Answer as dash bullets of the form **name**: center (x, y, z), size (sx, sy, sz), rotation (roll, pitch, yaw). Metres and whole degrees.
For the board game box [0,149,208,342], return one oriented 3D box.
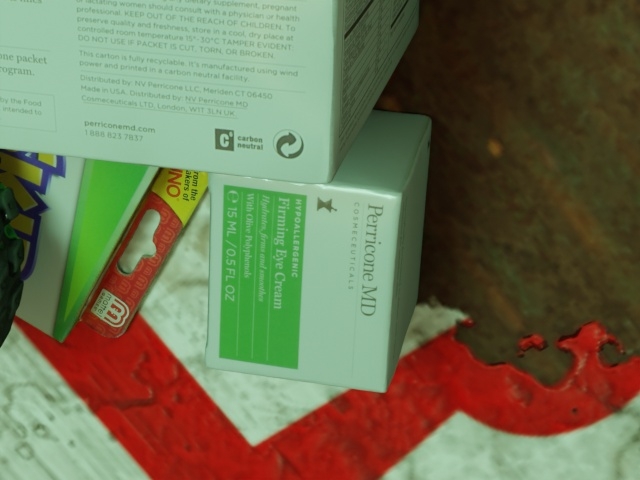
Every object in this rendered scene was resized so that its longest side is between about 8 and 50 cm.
- **board game box**: center (-0.191, -0.053, 0.793), size (0.259, 0.039, 0.124), rotation (30, 119, -4)

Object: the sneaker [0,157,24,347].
- **sneaker**: center (-0.284, -0.047, 0.741), size (0.343, 0.134, 0.146), rotation (39, 125, 5)

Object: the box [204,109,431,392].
- **box**: center (0.000, 0.000, 0.732), size (0.087, 0.102, 0.101), rotation (7, 115, 8)

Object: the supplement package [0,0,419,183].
- **supplement package**: center (-0.066, -0.187, 0.605), size (0.199, 0.198, 0.263), rotation (7, 116, 11)
